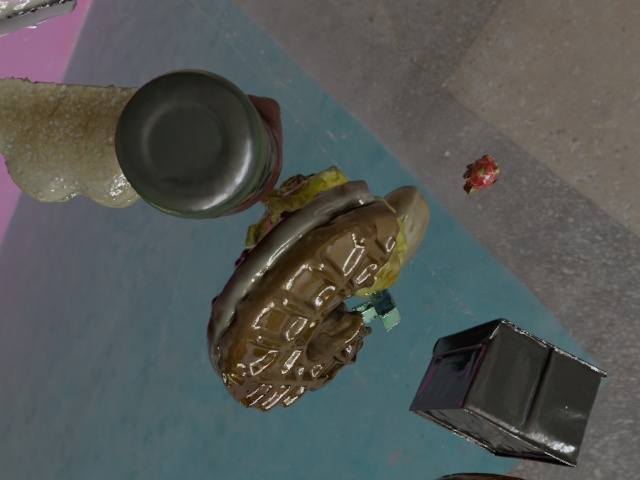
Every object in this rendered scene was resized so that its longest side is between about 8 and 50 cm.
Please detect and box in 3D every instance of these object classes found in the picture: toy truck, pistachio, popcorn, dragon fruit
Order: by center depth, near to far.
[{"bbox_3d":[0.006,-0.005,0.978,0.287,0.215,0.252,-4,122,26],"label":"popcorn"},{"bbox_3d":[0.098,0.185,1.304,0.175,0.067,0.081,-26,33,0],"label":"toy truck"},{"bbox_3d":[0.182,-0.024,1.379,0.138,0.153,0.237,29,96,14],"label":"pistachio"},{"bbox_3d":[0.430,-0.174,1.528,0.116,0.086,0.081,-44,56,9],"label":"dragon fruit"}]

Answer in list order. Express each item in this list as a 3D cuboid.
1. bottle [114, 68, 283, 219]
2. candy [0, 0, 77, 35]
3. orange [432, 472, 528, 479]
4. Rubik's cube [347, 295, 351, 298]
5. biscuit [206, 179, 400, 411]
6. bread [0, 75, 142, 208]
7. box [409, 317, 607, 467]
[{"bbox_3d":[-0.108,-0.100,0.611,0.156,0.271,0.143,-36,92,5],"label":"bottle"},{"bbox_3d":[-0.515,-0.376,0.867,0.155,0.265,0.115,20,137,59],"label":"candy"},{"bbox_3d":[0.214,0.450,0.669,0.357,0.322,0.321,-11,72,60],"label":"orange"},{"bbox_3d":[0.083,0.011,2.004,0.283,0.289,0.293,34,120,32],"label":"Rubik's cube"},{"bbox_3d":[-0.029,0.103,0.766,0.115,0.268,0.366,43,147,29],"label":"biscuit"},{"bbox_3d":[-0.346,-0.142,0.818,0.338,0.102,0.183,5,91,3],"label":"bread"},{"bbox_3d":[0.392,0.338,1.247,0.204,0.251,0.345,-62,0,-20],"label":"box"}]
